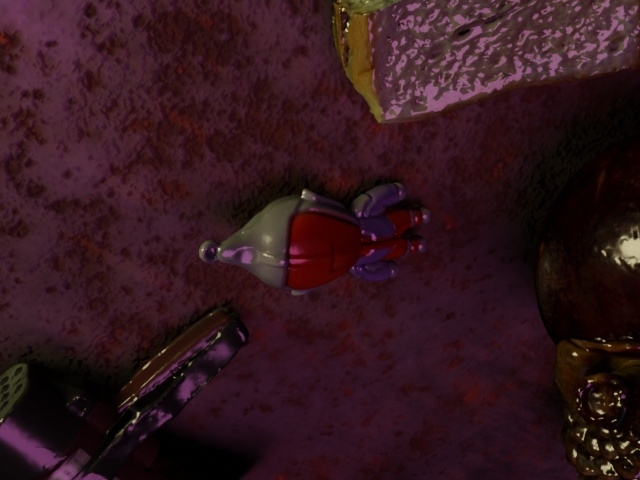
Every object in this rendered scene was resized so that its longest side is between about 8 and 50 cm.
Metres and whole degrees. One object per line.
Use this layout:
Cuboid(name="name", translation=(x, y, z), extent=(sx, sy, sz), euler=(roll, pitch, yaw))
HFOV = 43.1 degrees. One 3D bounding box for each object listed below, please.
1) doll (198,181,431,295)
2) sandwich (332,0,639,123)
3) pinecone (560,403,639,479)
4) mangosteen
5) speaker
Cuboid(name="doll", translation=(0.000, 0.000, 0.726), extent=(0.227, 0.075, 0.102), euler=(-8, 113, -26))
Cuboid(name="sandwich", translation=(0.118, -0.233, 0.588), extent=(0.248, 0.095, 0.273), euler=(-15, 129, -4))
Cuboid(name="pinecone", translation=(0.408, 0.246, 0.960), extent=(0.224, 0.224, 0.272), euler=(-37, 132, 9))
Cuboid(name="mangosteen", translation=(0.342, 0.045, 0.740), extent=(0.297, 0.293, 0.297), euler=(-1, 129, -1))
Cuboid(name="speaker", translation=(-0.151, 0.228, 0.781), extent=(0.259, 0.198, 0.330), euler=(-25, 122, 16))
